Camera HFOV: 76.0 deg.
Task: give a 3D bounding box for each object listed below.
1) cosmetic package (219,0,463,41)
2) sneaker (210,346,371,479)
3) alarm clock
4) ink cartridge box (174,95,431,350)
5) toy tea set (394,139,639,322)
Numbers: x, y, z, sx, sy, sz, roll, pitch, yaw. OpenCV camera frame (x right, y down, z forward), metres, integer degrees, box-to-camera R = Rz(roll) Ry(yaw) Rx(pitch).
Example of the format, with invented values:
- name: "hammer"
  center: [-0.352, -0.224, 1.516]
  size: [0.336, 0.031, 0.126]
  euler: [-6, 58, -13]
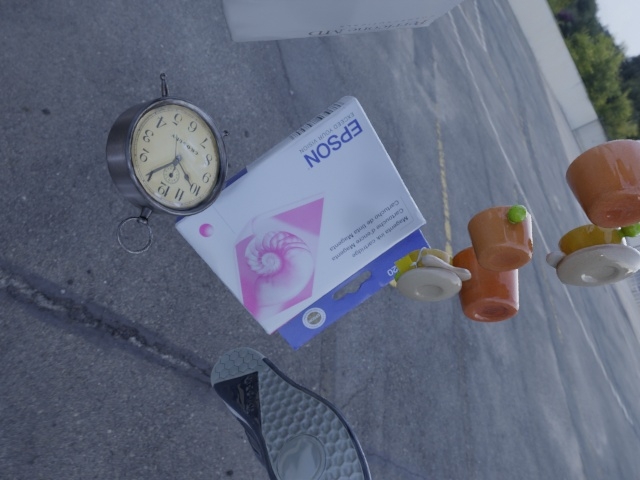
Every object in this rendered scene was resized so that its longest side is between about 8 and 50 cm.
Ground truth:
- name: "cosmetic package"
  center: [0.033, -0.231, 0.211]
  size: [0.385, 0.217, 0.156]
  euler: [-118, -159, -76]
- name: "sneaker"
  center: [-0.017, 0.225, 0.433]
  size: [0.086, 0.226, 0.164]
  euler: [-35, 128, -22]
- name: "alarm clock"
  center: [-0.179, -0.075, 0.461]
  size: [0.129, 0.064, 0.192]
  euler: [40, 59, -48]
- name: "ink cartridge box"
  center: [0.000, 0.000, 0.670]
  size: [0.330, 0.324, 0.071]
  euler: [54, 0, -22]
- name: "toy tea set"
  center: [0.258, -0.009, 0.522]
  size: [0.199, 0.336, 0.124]
  euler: [27, 51, -26]
